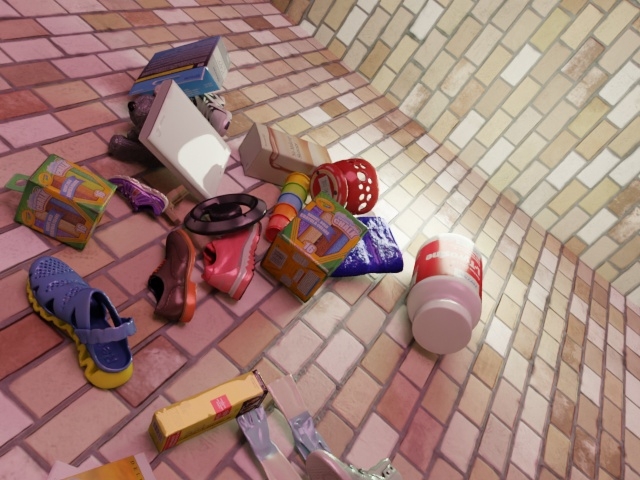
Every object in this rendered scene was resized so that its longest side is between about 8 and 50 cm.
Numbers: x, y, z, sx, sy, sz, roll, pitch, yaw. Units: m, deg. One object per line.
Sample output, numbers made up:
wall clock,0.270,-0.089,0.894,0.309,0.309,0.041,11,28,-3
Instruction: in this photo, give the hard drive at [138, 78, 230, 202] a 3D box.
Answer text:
hard drive,-0.368,-0.268,1.774,0.307,0.040,0.202,52,45,-51

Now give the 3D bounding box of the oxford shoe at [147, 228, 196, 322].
oxford shoe,-0.360,0.071,1.524,0.099,0.096,0.271,11,40,-27

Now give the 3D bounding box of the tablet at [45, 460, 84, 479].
tablet,-0.442,0.419,1.080,0.054,0.006,0.083,29,33,-14

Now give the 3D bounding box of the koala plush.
koala plush,-0.492,-0.341,1.847,0.203,0.196,0.221,24,32,-41

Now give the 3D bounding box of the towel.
towel,0.111,0.009,2.024,0.308,0.076,0.227,-3,52,-33

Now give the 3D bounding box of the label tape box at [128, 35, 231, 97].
label tape box,-0.446,-0.528,2.058,0.347,0.249,0.115,-87,162,-51

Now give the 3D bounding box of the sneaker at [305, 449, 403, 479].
sneaker,0.082,0.515,1.385,0.256,0.094,0.151,46,37,-6

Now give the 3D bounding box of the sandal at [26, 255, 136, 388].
sandal,-0.472,0.140,1.287,0.317,0.138,0.126,44,34,13

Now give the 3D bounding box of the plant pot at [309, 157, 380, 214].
plant pot,0.070,-0.171,2.075,0.174,0.191,0.191,-9,54,-39

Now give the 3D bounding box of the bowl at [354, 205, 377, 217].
bowl,0.135,-0.067,2.220,0.142,0.053,0.142,19,37,-25

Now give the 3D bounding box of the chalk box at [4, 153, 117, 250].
chalk box,-0.607,-0.100,1.461,0.213,0.132,0.132,28,33,-16

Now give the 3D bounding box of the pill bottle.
pill bottle,0.397,0.165,2.014,0.229,0.229,0.407,34,32,-6

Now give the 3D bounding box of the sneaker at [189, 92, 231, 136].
sneaker,-0.393,-0.441,2.141,0.153,0.094,0.234,15,38,-29

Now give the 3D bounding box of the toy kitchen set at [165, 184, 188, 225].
toy kitchen set,-0.383,-0.092,1.737,0.075,0.083,0.068,48,-8,15

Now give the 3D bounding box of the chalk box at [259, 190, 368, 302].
chalk box,0.000,0.000,1.809,0.179,0.180,0.289,40,52,5

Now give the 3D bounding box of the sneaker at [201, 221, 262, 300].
sneaker,-0.241,0.016,1.689,0.136,0.116,0.313,23,34,-16

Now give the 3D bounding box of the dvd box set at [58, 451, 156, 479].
dvd box set,-0.396,0.520,0.941,0.421,0.062,0.307,-4,53,-47

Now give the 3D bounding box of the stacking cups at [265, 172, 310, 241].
stacking cups,-0.106,-0.107,1.997,0.096,0.096,0.316,33,33,-7

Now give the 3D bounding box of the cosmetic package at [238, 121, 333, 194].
cosmetic package,-0.114,-0.273,2.166,0.296,0.129,0.153,13,40,-33

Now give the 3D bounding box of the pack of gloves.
pack of gloves,-0.087,0.432,1.394,0.195,0.046,0.232,-13,68,-50

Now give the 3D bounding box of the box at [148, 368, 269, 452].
box,-0.222,0.339,1.273,0.232,0.087,0.058,-15,60,-36

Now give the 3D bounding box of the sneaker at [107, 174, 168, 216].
sneaker,-0.486,-0.117,1.666,0.170,0.068,0.071,25,69,1

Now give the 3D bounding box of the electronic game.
electronic game,-0.259,-0.072,1.740,0.230,0.048,0.229,-7,27,4
